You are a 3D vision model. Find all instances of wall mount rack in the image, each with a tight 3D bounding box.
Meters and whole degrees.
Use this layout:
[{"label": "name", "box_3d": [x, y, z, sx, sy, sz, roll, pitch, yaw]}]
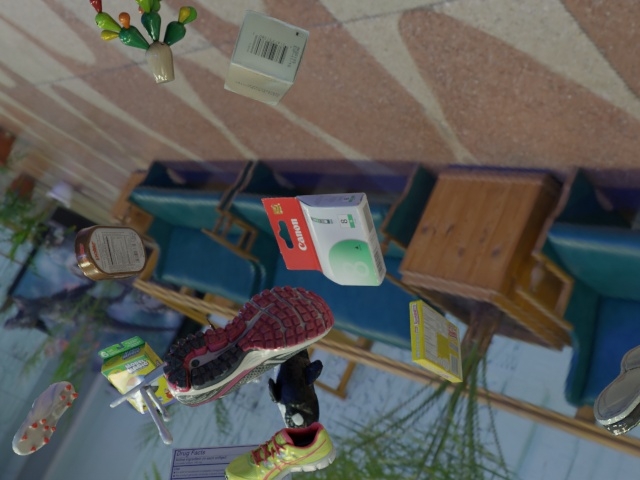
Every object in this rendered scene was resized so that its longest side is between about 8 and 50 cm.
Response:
[{"label": "wall mount rack", "box_3d": [-0.260, 0.290, 1.644, 0.130, 0.350, 0.304, 56, 168, -1]}]

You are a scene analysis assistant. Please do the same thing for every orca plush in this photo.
[{"label": "orca plush", "box_3d": [-0.028, 0.260, 1.641, 0.102, 0.287, 0.151, -18, 145, 28]}]

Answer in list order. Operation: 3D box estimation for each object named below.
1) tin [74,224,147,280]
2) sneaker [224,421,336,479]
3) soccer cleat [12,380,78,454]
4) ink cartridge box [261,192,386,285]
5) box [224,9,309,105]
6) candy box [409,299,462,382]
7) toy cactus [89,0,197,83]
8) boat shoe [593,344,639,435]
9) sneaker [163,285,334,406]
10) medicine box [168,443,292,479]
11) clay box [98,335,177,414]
[{"label": "tin", "box_3d": [-0.409, 0.022, 1.556, 0.040, 0.106, 0.189, -20, 173, 21]}, {"label": "sneaker", "box_3d": [-0.078, 0.383, 1.437, 0.081, 0.208, 0.094, -125, 21, -52]}, {"label": "soccer cleat", "box_3d": [-0.598, 0.381, 1.691, 0.076, 0.196, 0.068, -7, 122, 28]}, {"label": "ink cartridge box", "box_3d": [0.000, 0.000, 1.516, 0.224, 0.056, 0.181, -2, 124, 26]}, {"label": "box", "box_3d": [-0.128, -0.401, 1.775, 0.148, 0.121, 0.311, 17, 178, -8]}, {"label": "candy box", "box_3d": [0.207, 0.183, 1.401, 0.027, 0.105, 0.206, -13, 155, 24]}, {"label": "toy cactus", "box_3d": [-0.317, -0.380, 1.460, 0.112, 0.181, 0.219, -9, -173, 36]}, {"label": "boat shoe", "box_3d": [0.446, 0.213, 1.094, 0.081, 0.227, 0.069, -28, 91, 40]}, {"label": "sneaker", "box_3d": [-0.118, 0.174, 1.318, 0.121, 0.299, 0.112, 58, 162, 31]}, {"label": "medicine box", "box_3d": [-0.204, 0.615, 1.758, 0.263, 0.289, 0.149, -4, 136, 6]}, {"label": "clay box", "box_3d": [-0.461, 0.347, 2.022, 0.053, 0.127, 0.222, -99, -17, -51]}]
